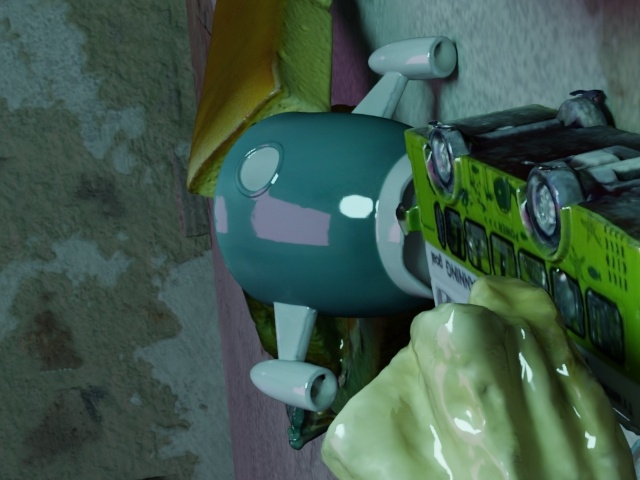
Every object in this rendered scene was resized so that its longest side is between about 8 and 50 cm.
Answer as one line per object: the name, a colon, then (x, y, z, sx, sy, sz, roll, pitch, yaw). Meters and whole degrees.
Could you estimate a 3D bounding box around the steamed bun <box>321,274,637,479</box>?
steamed bun: (0.098, 0.221, 0.593, 0.428, 0.189, 0.247, 63, -171, -8)

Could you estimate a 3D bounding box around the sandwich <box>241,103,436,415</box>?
sandwich: (0.000, 0.000, 1.205, 0.250, 0.162, 0.301, 113, 145, -62)

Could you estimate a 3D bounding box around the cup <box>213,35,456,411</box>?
cup: (0.036, -0.018, 0.966, 0.173, 0.167, 0.300, 6, 71, 49)

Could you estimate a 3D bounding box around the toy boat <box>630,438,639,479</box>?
toy boat: (0.183, 0.175, 0.754, 0.122, 0.034, 0.096, 97, 166, -57)

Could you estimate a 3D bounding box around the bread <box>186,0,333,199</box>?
bread: (-0.047, -0.184, 1.208, 0.138, 0.077, 0.361, -46, 25, 33)

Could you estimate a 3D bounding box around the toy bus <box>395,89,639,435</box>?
toy bus: (0.137, 0.008, 0.686, 0.301, 0.113, 0.139, -138, 38, -71)

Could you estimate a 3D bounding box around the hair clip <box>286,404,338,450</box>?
hair clip: (-0.005, 0.055, 1.504, 0.095, 0.110, 0.359, -5, 89, 38)
